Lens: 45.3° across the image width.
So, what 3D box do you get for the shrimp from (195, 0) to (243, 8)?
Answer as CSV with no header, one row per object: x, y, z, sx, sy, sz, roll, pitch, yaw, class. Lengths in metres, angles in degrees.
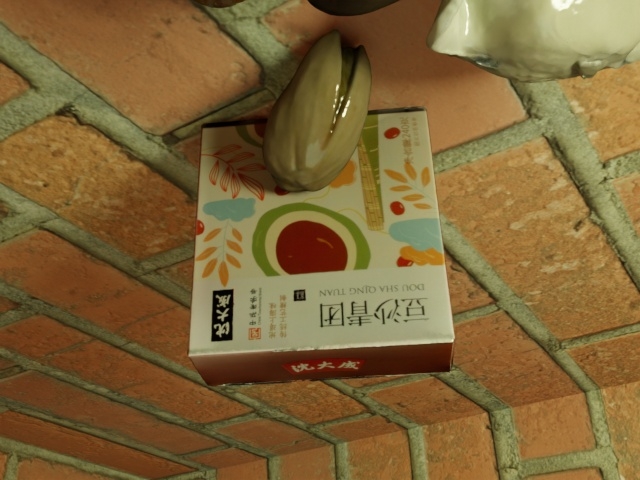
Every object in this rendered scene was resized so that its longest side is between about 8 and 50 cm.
-0.095,-0.335,0.888,0.101,0.042,0.190,33,136,-32,shrimp

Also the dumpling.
0.266,-0.304,0.887,0.318,0.187,0.242,-5,110,-13,dumpling

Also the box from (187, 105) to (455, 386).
0.000,0.000,1.109,0.345,0.385,0.122,-4,150,4,box

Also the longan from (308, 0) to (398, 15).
0.031,-0.335,0.697,0.258,0.258,0.258,-1,149,-1,longan

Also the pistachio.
-0.004,-0.169,1.037,0.136,0.136,0.226,17,103,-28,pistachio
